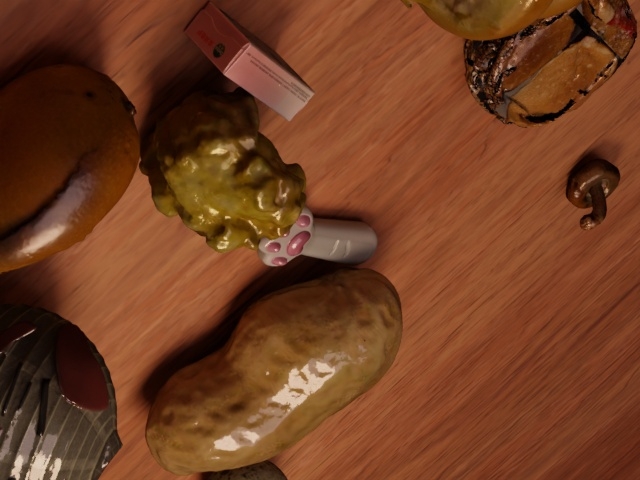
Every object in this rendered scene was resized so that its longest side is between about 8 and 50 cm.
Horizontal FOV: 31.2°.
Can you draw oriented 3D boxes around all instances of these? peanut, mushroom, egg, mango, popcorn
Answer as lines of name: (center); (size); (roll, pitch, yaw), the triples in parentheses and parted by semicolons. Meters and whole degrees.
peanut: (-0.058, 0.173, 1.506); (0.387, 0.169, 0.192); (-37, 137, -6)
mushroom: (0.409, -0.072, 1.743); (0.129, 0.073, 0.088); (-58, 173, -38)
egg: (-0.105, 0.391, 1.714); (0.132, 0.132, 0.172); (-42, 153, 1)
mango: (-0.274, -0.061, 1.086); (0.236, 0.166, 0.136); (-41, 139, -1)
popcorn: (-0.103, -0.069, 1.215); (0.155, 0.197, 0.197); (-36, 143, -7)

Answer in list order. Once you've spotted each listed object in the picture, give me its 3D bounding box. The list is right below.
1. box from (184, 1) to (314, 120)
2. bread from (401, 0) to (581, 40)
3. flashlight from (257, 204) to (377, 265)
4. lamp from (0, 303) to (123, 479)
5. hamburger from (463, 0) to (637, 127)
box: (-0.073, -0.186, 1.197); (0.043, 0.089, 0.125); (-48, 142, 9)
bread: (0.224, -0.360, 1.187); (0.270, 0.211, 0.315); (-18, 140, -30)
flashlight: (0.000, 0.000, 1.483); (0.200, 0.047, 0.093); (9, 120, -45)
lamp: (-0.325, 0.190, 1.228); (0.233, 0.233, 0.265); (3, 110, -43)
hamburger: (0.286, -0.245, 1.446); (0.231, 0.107, 0.231); (-26, 145, -20)
